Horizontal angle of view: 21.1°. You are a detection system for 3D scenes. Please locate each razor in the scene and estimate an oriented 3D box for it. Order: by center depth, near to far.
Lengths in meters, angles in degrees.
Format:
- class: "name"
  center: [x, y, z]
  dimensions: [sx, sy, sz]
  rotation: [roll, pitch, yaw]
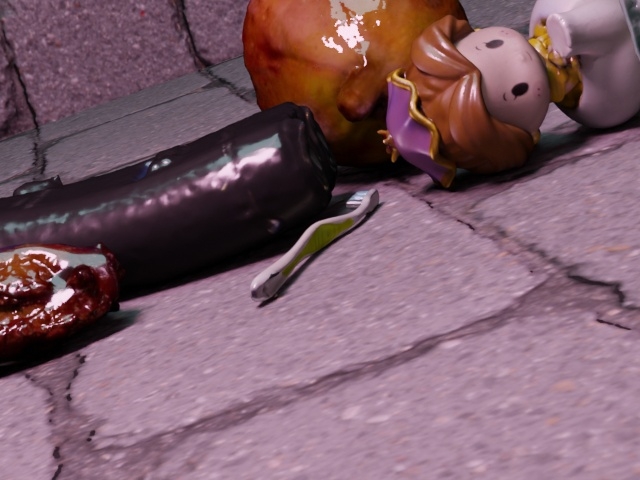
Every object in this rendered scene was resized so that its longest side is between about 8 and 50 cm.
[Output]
- class: "razor"
  center: [-0.147, -0.024, 1.508]
  dimensions: [0.327, 0.107, 0.189]
  rotation: [-16, 12, 11]

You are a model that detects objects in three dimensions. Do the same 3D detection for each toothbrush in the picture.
- class: "toothbrush"
  center: [0.000, 0.000, 1.383]
  dimensions: [0.026, 0.022, 0.263]
  rotation: [1, 18, 20]

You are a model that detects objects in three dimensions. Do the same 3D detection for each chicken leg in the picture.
- class: "chicken leg"
  center: [-0.348, 0.078, 1.403]
  dimensions: [0.407, 0.096, 0.158]
  rotation: [-17, 7, 20]

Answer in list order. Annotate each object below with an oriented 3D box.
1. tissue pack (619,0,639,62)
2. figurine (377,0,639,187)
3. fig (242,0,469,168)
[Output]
- class: "tissue pack"
  center: [0.424, -0.145, 0.919]
  dimensions: [0.405, 0.205, 0.332]
  rotation: [-23, 12, -18]
- class: "figurine"
  center: [0.173, -0.136, 1.461]
  dimensions: [0.263, 0.142, 0.189]
  rotation: [-23, -19, -13]
- class: "fig"
  center: [0.041, -0.172, 1.634]
  dimensions: [0.224, 0.224, 0.263]
  rotation: [-24, 28, -25]
